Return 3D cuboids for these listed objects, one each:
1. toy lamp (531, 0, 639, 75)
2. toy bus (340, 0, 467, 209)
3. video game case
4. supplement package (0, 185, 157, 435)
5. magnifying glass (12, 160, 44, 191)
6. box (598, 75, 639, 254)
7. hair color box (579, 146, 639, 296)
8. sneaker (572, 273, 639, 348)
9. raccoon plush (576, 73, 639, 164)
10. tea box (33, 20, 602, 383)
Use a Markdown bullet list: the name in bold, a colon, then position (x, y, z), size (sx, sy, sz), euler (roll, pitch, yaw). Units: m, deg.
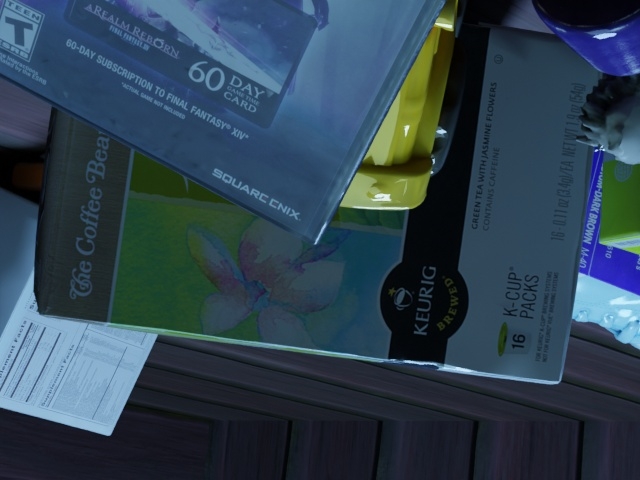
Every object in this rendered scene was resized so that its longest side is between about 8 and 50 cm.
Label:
- **toy lamp**: position (0.114, -0.170, 0.856), size (0.080, 0.080, 0.275), euler (0, 153, 25)
- **toy bus**: position (0.015, -0.160, 0.937), size (0.149, 0.220, 0.211), euler (12, 136, -1)
- **video game case**: position (-0.038, -0.137, 0.814), size (0.196, 0.026, 0.274), euler (28, 134, 0)
- **supplement package**: position (-0.316, 0.059, 1.884), size (0.199, 0.198, 0.262), euler (24, 177, 27)
- **magnifying glass**: position (-0.239, -0.059, 1.724), size (0.026, 0.092, 0.231), euler (9, 178, -34)
- **box**: position (0.229, -0.075, 1.165), size (0.109, 0.178, 0.042), euler (16, 163, -39)
- **hair color box**: position (0.359, 0.013, 1.316), size (0.338, 0.110, 0.185), euler (21, -161, 33)
- **sneaker**: position (0.279, 0.048, 1.557), size (0.365, 0.150, 0.135), euler (-10, -175, -4)
- **raccoon plush**: position (0.307, -0.073, 1.129), size (0.299, 0.216, 0.446), euler (13, 169, 4)
- **tea box**: position (-0.023, -0.040, 1.218), size (0.323, 0.220, 0.329), euler (7, 180, -11)
